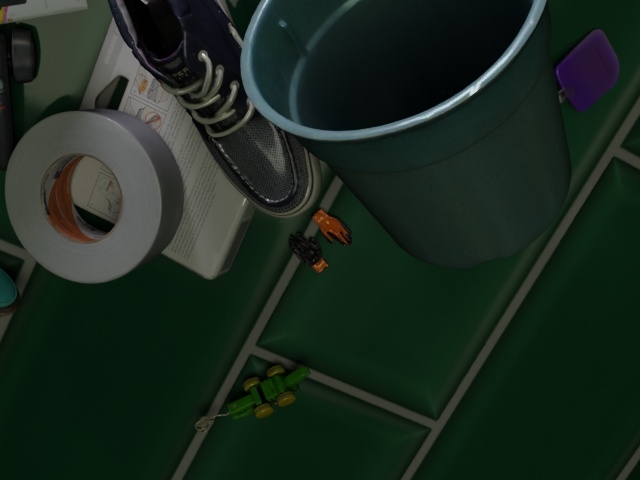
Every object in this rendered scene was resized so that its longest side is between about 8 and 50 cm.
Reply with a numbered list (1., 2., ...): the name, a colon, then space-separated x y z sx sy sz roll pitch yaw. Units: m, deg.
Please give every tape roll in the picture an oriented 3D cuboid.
1. tape roll: -0.289 -0.058 1.180 0.219 0.072 0.219 3 101 16

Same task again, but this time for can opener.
1. can opener: -0.403 -0.178 1.170 0.073 0.059 0.186 6 109 -9

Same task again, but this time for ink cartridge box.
1. ink cartridge box: -0.187 -0.138 1.209 0.261 0.066 0.296 28 106 10
2. ink cartridge box: -0.375 -0.291 1.066 0.175 0.127 0.072 -17 113 -23

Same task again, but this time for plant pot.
1. plant pot: 0.134 -0.156 1.075 0.341 0.341 0.334 -32 140 6

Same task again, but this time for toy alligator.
1. toy alligator: -0.095 0.240 1.370 0.189 0.056 0.051 -29 151 4

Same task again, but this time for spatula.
1. spatula: 0.285 -0.171 1.268 0.296 0.030 0.084 -36 113 7

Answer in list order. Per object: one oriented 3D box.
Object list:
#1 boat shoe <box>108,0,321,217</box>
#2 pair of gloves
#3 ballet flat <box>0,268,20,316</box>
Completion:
1. boat shoe: -0.126 -0.168 1.067 0.127 0.158 0.340 -32 91 20
2. pair of gloves: 0.000 0.000 1.310 0.083 0.010 0.074 -43 111 13
3. ballet flat: -0.556 0.036 1.224 0.316 0.107 0.106 29 125 -11
